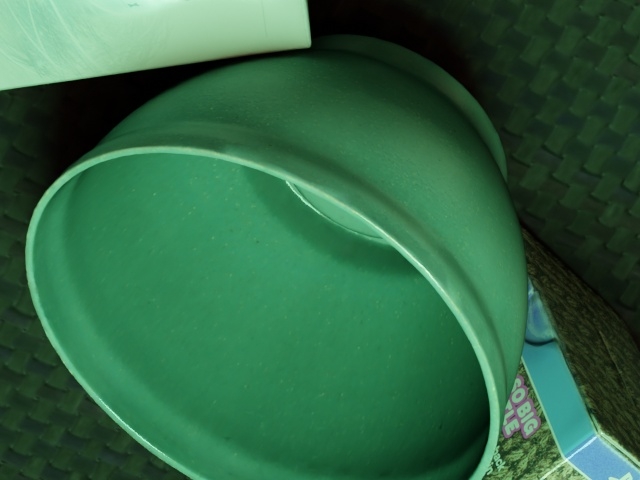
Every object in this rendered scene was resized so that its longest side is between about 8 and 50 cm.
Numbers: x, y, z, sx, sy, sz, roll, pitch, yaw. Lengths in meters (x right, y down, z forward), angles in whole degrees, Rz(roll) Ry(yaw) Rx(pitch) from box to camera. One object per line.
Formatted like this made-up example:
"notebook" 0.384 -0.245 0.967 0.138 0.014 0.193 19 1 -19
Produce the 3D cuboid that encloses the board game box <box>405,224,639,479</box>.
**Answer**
"board game box" 0.081 0.170 1.170 0.291 0.232 0.141 -40 122 17

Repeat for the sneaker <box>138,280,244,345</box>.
"sneaker" -0.110 0.049 1.194 0.166 0.065 0.076 39 121 -16

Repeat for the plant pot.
"plant pot" 0.000 0.000 1.065 0.293 0.196 0.293 17 138 16

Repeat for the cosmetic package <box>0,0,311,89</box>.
"cosmetic package" -0.129 -0.218 1.002 0.224 0.138 0.224 -9 119 -1
